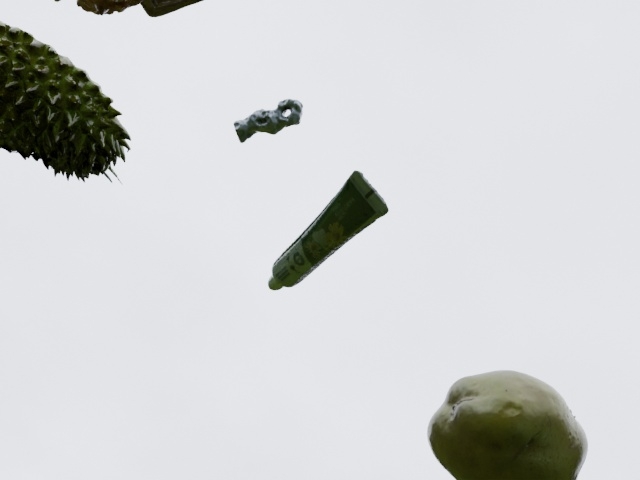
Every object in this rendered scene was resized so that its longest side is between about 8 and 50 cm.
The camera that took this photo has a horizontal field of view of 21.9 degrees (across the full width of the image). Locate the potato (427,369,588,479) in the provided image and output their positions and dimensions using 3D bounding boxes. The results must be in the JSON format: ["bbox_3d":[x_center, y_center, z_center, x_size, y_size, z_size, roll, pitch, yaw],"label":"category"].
[{"bbox_3d":[0.223,0.235,1.945,0.200,0.155,0.137,40,-26,-30],"label":"potato"}]

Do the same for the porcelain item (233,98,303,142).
[{"bbox_3d":[-0.058,-0.139,1.908,0.083,0.036,0.028,-23,-23,1],"label":"porcelain item"}]

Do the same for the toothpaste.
[{"bbox_3d":[0.000,0.000,1.559,0.049,0.031,0.204,51,-40,4],"label":"toothpaste"}]

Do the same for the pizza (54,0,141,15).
[{"bbox_3d":[-0.190,-0.343,1.685,0.114,0.409,0.278,27,-65,-17],"label":"pizza"}]

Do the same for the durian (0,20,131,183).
[{"bbox_3d":[-0.404,-0.202,2.156,0.351,0.158,0.169,28,8,7],"label":"durian"}]

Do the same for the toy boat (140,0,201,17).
[{"bbox_3d":[-0.126,-0.334,1.837,0.188,0.061,0.116,-21,-75,16],"label":"toy boat"}]
